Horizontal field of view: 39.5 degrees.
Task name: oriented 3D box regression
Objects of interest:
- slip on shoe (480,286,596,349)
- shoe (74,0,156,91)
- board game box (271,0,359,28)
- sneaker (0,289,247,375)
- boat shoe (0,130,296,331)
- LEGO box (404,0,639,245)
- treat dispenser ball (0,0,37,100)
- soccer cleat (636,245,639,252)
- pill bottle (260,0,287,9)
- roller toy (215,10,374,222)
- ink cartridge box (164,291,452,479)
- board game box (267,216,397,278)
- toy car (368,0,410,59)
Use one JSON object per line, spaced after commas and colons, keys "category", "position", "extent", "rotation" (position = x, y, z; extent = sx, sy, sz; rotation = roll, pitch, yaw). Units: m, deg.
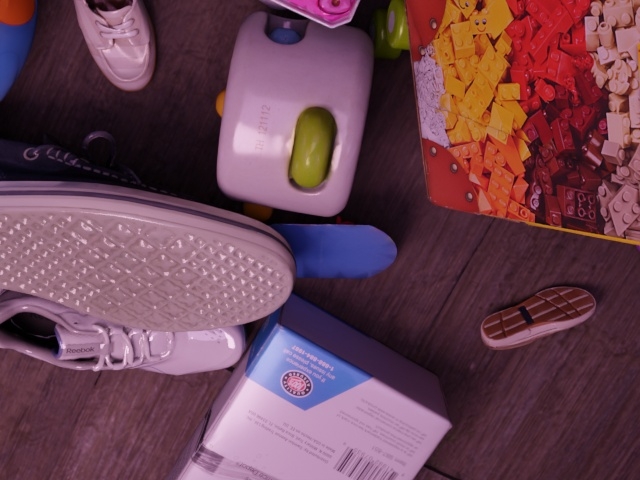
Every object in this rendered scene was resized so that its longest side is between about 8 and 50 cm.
{"category": "slip on shoe", "position": [0.252, 0.094, 1.034], "extent": [0.135, 0.051, 0.041], "rotation": [-22, 144, -1]}
{"category": "shoe", "position": [-0.227, -0.261, 0.927], "extent": [0.076, 0.058, 0.219], "rotation": [-12, 105, 4]}
{"category": "board game box", "position": [-0.075, -0.436, 0.740], "extent": [0.390, 0.050, 0.390], "rotation": [24, 98, -6]}
{"category": "sneaker", "position": [-0.231, 0.110, 0.997], "extent": [0.297, 0.129, 0.111], "rotation": [5, 104, -2]}
{"category": "boat shoe", "position": [-0.266, -0.027, 0.927], "extent": [0.500, 0.156, 0.187], "rotation": [9, 135, 5]}
{"category": "LEGO box", "position": [0.374, -0.155, 0.681], "extent": [0.500, 0.372, 0.193], "rotation": [-18, 108, -30]}
{"category": "treat dispenser ball", "position": [-0.411, -0.228, 0.819], "extent": [0.288, 0.288, 0.288], "rotation": [0, 106, 1]}
{"category": "soccer cleat", "position": [0.384, -0.020, 0.958], "extent": [0.108, 0.116, 0.318], "rotation": [-43, 101, 11]}
{"category": "pill bottle", "position": [-0.063, -0.325, 0.862], "extent": [0.264, 0.146, 0.146], "rotation": [33, 104, -9]}
{"category": "roller toy", "position": [-0.033, -0.126, 0.897], "extent": [0.146, 0.209, 0.191], "rotation": [10, 73, -2]}
{"category": "ink cartridge box", "position": [-0.028, 0.250, 1.033], "extent": [0.223, 0.129, 0.307], "rotation": [30, 104, -8]}
{"category": "board game box", "position": [0.000, 0.000, 0.987], "extent": [0.168, 0.133, 0.033], "rotation": [0, 63, -1]}
{"category": "toy car", "position": [0.138, -0.276, 0.885], "extent": [0.155, 0.149, 0.188], "rotation": [1, 94, -11]}
